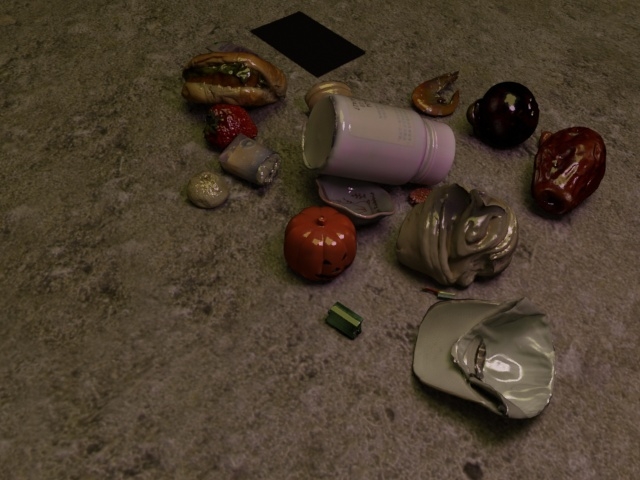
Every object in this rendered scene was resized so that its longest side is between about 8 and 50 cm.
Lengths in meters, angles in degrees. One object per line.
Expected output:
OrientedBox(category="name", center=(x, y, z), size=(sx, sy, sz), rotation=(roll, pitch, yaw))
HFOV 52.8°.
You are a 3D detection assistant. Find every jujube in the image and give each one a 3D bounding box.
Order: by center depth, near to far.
OrientedBox(category="jujube", center=(0.698, -0.199, 1.818), size=(0.197, 0.197, 0.290), rotation=(26, 57, 17))

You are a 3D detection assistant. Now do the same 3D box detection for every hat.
OrientedBox(category="hat", center=(0.354, 0.263, 1.427), size=(0.302, 0.168, 0.257), rotation=(4, 65, 29))

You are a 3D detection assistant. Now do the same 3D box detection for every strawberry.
OrientedBox(category="strawberry", center=(-0.269, -0.337, 1.899), size=(0.148, 0.131, 0.131), rotation=(-10, 47, -42))

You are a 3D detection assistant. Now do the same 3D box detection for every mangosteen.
OrientedBox(category="mangosteen", center=(0.565, -0.383, 1.972), size=(0.210, 0.209, 0.209), rotation=(3, 48, -3))

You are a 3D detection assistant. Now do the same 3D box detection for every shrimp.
OrientedBox(category="shrimp", center=(0.399, -0.491, 2.134), size=(0.150, 0.068, 0.248), rotation=(34, 58, 8))

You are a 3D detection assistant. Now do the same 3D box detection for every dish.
OrientedBox(category="dish", center=(0.083, -0.094, 1.718), size=(0.230, 0.081, 0.229), rotation=(15, 30, -9))

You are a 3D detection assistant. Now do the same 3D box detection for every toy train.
OrientedBox(category="toy train", center=(0.056, 0.185, 1.503), size=(0.093, 0.056, 0.038), rotation=(33, 49, 18))

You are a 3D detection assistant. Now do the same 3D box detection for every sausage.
OrientedBox(category="sausage", center=(0.739, -0.283, 1.975), size=(0.169, 0.065, 0.065), rotation=(34, 54, 24))

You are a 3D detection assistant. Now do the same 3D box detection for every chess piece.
OrientedBox(category="chess piece", center=(0.061, -0.343, 1.946), size=(0.139, 0.124, 0.307), rotation=(13, 44, -36))

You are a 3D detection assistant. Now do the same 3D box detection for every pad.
OrientedBox(category="pad", center=(-0.046, -0.716, 2.327), size=(0.248, 0.007, 0.367), rotation=(-34, 59, -29))

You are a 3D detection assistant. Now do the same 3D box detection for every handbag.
OrientedBox(category="handbag", center=(-0.191, -0.219, 1.822), size=(0.173, 0.095, 0.117), rotation=(28, 68, 25))

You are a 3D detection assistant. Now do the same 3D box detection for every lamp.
OrientedBox(category="lamp", center=(0.000, 0.000, 1.592), size=(0.188, 0.163, 0.187), rotation=(1, 47, -1))

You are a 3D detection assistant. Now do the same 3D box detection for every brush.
OrientedBox(category="brush", center=(0.290, 0.132, 1.596), size=(0.083, 0.018, 0.021), rotation=(14, 58, 5))

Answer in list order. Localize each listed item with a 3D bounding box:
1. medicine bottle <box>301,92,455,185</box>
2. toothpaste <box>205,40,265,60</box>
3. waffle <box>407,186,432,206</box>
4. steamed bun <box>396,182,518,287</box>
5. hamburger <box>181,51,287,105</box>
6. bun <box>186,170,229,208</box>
OrientedBox(category="medicine bottle", center=(0.160, -0.263, 1.751), size=(0.379, 0.213, 0.213), rotation=(7, 45, -25))
OrientedBox(category="toothpaste", center=(-0.270, -0.624, 2.199), size=(0.301, 0.048, 0.075), rotation=(35, 82, 32))
OrientedBox(category="waffle", center=(0.291, -0.120, 1.814), size=(0.083, 0.029, 0.075), rotation=(-21, 54, -24))
OrientedBox(category="steamed bun", center=(0.358, -0.030, 1.626), size=(0.320, 0.206, 0.275), rotation=(-33, 61, -25))
OrientedBox(category="hamburger", center=(-0.256, -0.487, 1.950), size=(0.330, 0.162, 0.209), rotation=(4, 9, -10))
OrientedBox(category="bun", center=(-0.307, -0.143, 1.753), size=(0.115, 0.069, 0.115), rotation=(2, 50, -3))
